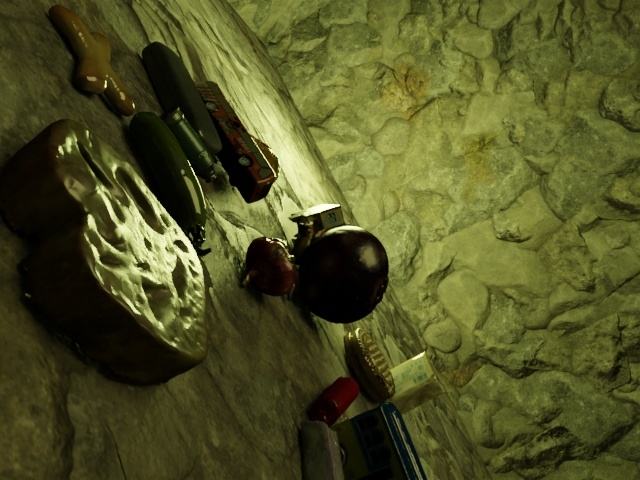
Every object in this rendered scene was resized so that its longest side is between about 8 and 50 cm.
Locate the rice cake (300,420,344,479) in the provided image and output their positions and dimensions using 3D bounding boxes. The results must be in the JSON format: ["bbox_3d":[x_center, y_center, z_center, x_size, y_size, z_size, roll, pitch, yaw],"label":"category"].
[{"bbox_3d":[0.017,0.488,1.118,0.064,0.070,0.399,58,11,-31],"label":"rice cake"}]

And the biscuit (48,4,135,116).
[{"bbox_3d":[-0.454,-0.360,1.246,0.208,0.047,0.164,64,11,20],"label":"biscuit"}]

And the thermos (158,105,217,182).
[{"bbox_3d":[-0.315,-0.217,1.461,0.188,0.083,0.073,56,33,-25],"label":"thermos"}]

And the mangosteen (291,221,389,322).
[{"bbox_3d":[0.052,0.095,1.782,0.293,0.297,0.297,15,18,-3],"label":"mangosteen"}]

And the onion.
[{"bbox_3d":[-0.139,0.074,1.437,0.150,0.140,0.150,33,-42,36],"label":"onion"}]

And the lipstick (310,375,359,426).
[{"bbox_3d":[0.038,0.381,1.482,0.073,0.073,0.279,62,10,8],"label":"lipstick"}]

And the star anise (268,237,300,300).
[{"bbox_3d":[-0.102,0.071,1.670,0.172,0.063,0.208,61,11,-3],"label":"star anise"}]

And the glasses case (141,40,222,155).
[{"bbox_3d":[-0.358,-0.362,1.601,0.323,0.074,0.131,63,11,16],"label":"glasses case"}]

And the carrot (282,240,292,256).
[{"bbox_3d":[-0.105,0.028,1.851,0.035,0.035,0.142,55,8,-25],"label":"carrot"}]

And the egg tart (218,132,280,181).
[{"bbox_3d":[-0.222,-0.232,1.813,0.231,0.098,0.252,13,41,-44],"label":"egg tart"}]

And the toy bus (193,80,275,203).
[{"bbox_3d":[-0.250,-0.275,1.674,0.092,0.093,0.409,-13,59,-35],"label":"toy bus"}]

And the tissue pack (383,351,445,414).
[{"bbox_3d":[0.294,0.478,2.045,0.092,0.196,0.148,55,10,-31],"label":"tissue pack"}]

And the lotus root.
[{"bbox_3d":[-0.285,0.020,0.897,0.391,0.111,0.375,60,6,10],"label":"lotus root"}]

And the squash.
[{"bbox_3d":[-0.295,-0.120,1.248,0.332,0.087,0.087,64,11,10],"label":"squash"}]

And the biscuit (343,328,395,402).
[{"bbox_3d":[0.156,0.393,1.951,0.259,0.079,0.259,57,12,-18],"label":"biscuit"}]

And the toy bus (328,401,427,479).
[{"bbox_3d":[0.128,0.501,1.287,0.288,0.175,0.138,68,12,21],"label":"toy bus"}]

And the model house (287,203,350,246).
[{"bbox_3d":[0.000,0.000,2.023,0.271,0.178,0.207,-165,-122,-74],"label":"model house"}]
